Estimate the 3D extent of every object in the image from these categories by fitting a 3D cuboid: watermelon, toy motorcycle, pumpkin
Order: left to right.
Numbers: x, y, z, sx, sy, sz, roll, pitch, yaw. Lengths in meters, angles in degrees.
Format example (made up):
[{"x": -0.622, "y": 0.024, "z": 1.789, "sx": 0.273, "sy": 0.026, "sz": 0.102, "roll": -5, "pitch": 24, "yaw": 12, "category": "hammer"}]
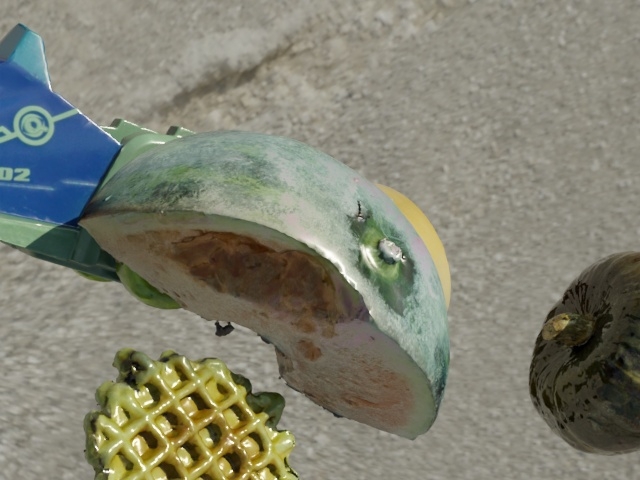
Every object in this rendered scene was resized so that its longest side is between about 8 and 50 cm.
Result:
[{"x": -0.236, "y": -0.071, "z": 1.073, "sx": 0.326, "sy": 0.191, "sz": 0.200, "roll": 22, "pitch": 86, "yaw": -32, "category": "toy motorcycle"}, {"x": 0.004, "y": -0.001, "z": 0.954, "sx": 0.322, "sy": 0.175, "sz": 0.188, "roll": 37, "pitch": 56, "yaw": -24, "category": "watermelon"}, {"x": 0.293, "y": 0.111, "z": 1.231, "sx": 0.162, "sy": 0.219, "sz": 0.219, "roll": 25, "pitch": 77, "yaw": -16, "category": "pumpkin"}]

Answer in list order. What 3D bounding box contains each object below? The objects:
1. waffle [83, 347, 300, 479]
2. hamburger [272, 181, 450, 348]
[{"x": -0.157, "y": 0.282, "z": 1.515, "sx": 0.317, "sy": 0.073, "sz": 0.297, "roll": 21, "pitch": 55, "yaw": -34, "category": "waffle"}, {"x": 0.033, "y": 0.061, "z": 1.625, "sx": 0.176, "sy": 0.300, "sz": 0.300, "roll": -22, "pitch": 93, "yaw": -45, "category": "hamburger"}]
